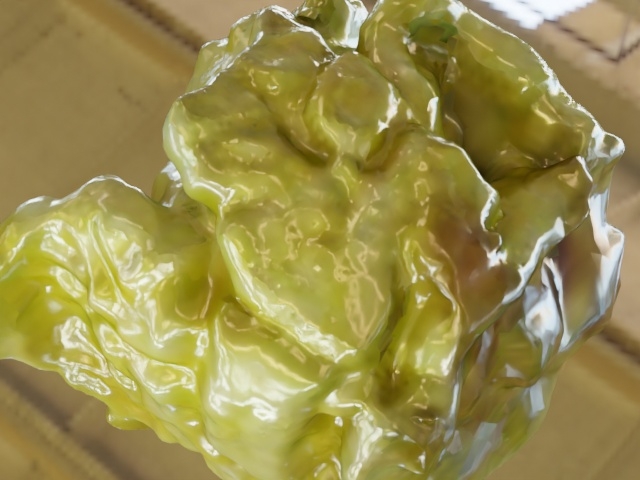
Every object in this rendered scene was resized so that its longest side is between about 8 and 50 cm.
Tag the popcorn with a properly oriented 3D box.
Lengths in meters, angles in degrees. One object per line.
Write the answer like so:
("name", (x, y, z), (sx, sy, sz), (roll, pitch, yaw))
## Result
("popcorn", (0.007, 0.004, 0.968), (0.293, 0.293, 0.237), (-34, -136, -32))
